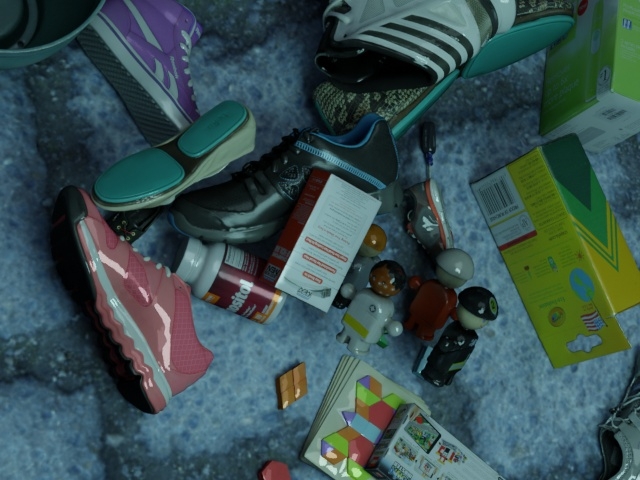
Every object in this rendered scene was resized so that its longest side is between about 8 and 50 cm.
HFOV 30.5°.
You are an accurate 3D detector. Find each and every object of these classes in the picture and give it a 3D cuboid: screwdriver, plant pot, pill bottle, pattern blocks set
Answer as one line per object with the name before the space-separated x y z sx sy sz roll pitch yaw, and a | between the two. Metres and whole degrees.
screwdriver | 0.172 -0.102 1.814 0.025 0.024 0.170 -5 78 5
plant pot | -0.433 -0.341 1.520 0.293 0.196 0.293 7 73 -22
pill bottle | -0.124 0.051 1.605 0.152 0.086 0.086 23 67 -15
pattern blocks set | 0.061 0.269 1.657 0.285 0.026 0.325 23 67 -16

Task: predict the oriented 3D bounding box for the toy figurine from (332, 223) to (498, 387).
toy figurine | 0.123 0.077 1.623 0.209 0.213 0.148 23 110 -14

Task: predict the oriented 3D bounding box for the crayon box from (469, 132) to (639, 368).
crayon box | 0.364 0.021 1.762 0.081 0.202 0.318 -21 85 -27

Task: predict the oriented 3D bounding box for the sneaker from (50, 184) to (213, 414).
sneaker | -0.245 0.063 1.536 0.136 0.116 0.314 -28 98 -29

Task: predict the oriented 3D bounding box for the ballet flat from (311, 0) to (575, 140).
ballet flat | 0.185 -0.301 1.808 0.483 0.164 0.182 -34 81 -24

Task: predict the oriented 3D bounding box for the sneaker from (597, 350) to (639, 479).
sneaker | 0.483 0.279 1.791 0.115 0.105 0.281 19 59 -5

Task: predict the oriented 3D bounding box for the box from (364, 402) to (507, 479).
box | 0.170 0.335 1.656 0.207 0.036 0.114 41 63 -14

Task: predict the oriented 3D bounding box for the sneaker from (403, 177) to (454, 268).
sneaker | 0.162 -0.013 1.774 0.065 0.061 0.158 -12 92 13

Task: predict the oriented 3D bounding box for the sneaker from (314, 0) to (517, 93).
sneaker | 0.037 -0.381 1.693 0.447 0.169 0.257 38 65 21

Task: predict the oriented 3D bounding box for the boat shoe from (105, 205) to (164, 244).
boat shoe | -0.263 -0.020 1.590 0.049 0.042 0.133 47 65 -10

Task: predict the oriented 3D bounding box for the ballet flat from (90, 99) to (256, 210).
ballet flat | -0.186 -0.093 1.538 0.248 0.086 0.086 -33 90 -21

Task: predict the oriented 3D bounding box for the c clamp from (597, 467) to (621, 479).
c clamp | 0.480 0.416 1.802 0.161 0.022 0.137 -4 71 -23

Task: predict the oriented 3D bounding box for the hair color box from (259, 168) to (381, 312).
hair color box | 0.000 0.000 1.565 0.093 0.053 0.167 28 86 -31

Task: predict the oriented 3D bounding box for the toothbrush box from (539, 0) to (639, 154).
toothbrush box | 0.467 -0.312 1.898 0.122 0.206 0.283 17 70 -18

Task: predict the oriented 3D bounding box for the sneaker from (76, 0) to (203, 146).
sneaker | -0.201 -0.235 1.647 0.161 0.102 0.282 -34 90 -31

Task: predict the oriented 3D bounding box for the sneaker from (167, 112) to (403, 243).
sneaker | -0.051 -0.089 1.622 0.341 0.125 0.139 -14 116 -21
